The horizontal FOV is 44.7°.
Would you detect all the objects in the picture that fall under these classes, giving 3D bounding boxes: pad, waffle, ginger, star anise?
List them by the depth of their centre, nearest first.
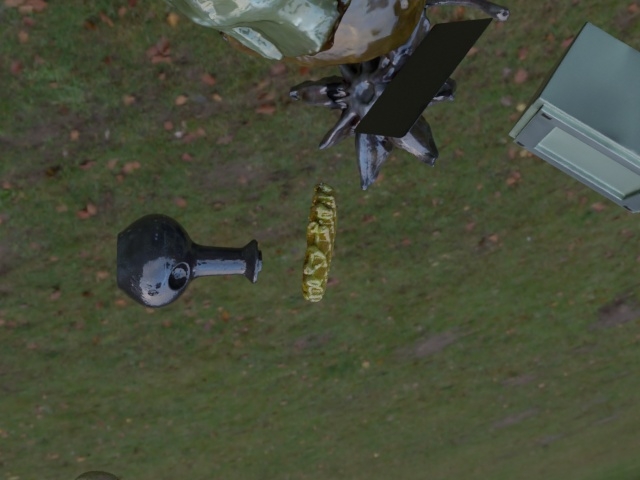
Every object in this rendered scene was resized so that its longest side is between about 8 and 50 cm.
[{"bbox_3d":[0.012,-0.322,0.998,0.269,0.223,0.200,-45,140,-4],"label":"ginger"},{"bbox_3d":[0.140,-0.228,1.088,0.003,0.143,0.211,42,81,-27],"label":"pad"},{"bbox_3d":[0.120,-0.240,1.278,0.360,0.315,0.139,11,-161,26],"label":"star anise"},{"bbox_3d":[0.001,0.001,1.744,0.065,0.309,0.283,7,110,0],"label":"waffle"}]

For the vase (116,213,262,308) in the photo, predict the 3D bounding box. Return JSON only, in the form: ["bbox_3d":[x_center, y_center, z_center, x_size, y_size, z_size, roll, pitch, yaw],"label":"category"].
[{"bbox_3d":[-0.166,0.026,0.993,0.183,0.120,0.120,0,151,-15],"label":"vase"}]

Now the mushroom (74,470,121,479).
[{"bbox_3d":[-0.260,0.308,0.897,0.084,0.083,0.067,-30,155,26],"label":"mushroom"}]

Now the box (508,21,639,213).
[{"bbox_3d":[0.388,-0.144,1.029,0.117,0.225,0.225,-57,174,-2],"label":"box"}]

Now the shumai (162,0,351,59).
[{"bbox_3d":[-0.073,-0.331,0.707,0.324,0.397,0.323,-47,131,3],"label":"shumai"}]
